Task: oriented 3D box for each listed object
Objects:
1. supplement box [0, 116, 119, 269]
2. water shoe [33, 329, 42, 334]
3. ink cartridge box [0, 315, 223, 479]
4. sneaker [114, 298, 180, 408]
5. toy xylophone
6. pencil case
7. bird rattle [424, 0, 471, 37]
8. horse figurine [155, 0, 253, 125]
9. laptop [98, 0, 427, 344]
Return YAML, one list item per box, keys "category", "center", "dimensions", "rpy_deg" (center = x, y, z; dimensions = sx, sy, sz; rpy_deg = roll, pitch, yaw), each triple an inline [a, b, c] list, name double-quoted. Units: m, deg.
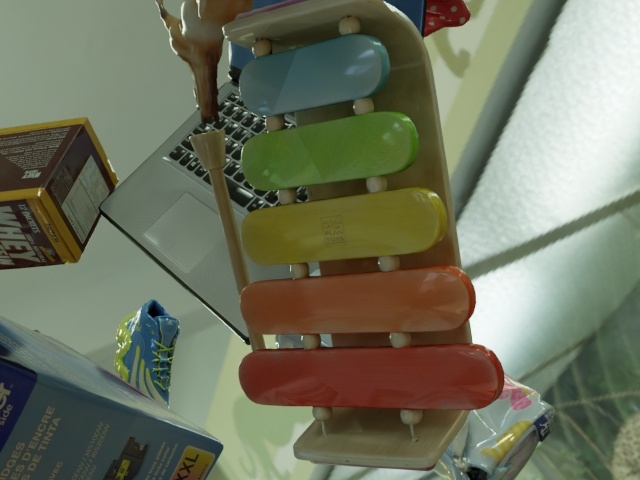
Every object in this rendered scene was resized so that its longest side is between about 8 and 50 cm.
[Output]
- category: "supplement box"
  center: [-0.442, -0.069, 1.360]
  dimensions: [0.191, 0.194, 0.129]
  rpy_deg: [-5, -49, 16]
- category: "water shoe"
  center: [-0.541, 0.200, 1.482]
  dimensions: [0.203, 0.080, 0.073]
  rpy_deg: [-15, -2, 3]
- category: "ink cartridge box"
  center: [-0.294, 0.133, 0.721]
  dimensions: [0.151, 0.270, 0.395]
  rpy_deg: [-62, -29, -9]
- category: "sneaker"
  center: [-0.284, 0.196, 1.492]
  dimensions: [0.091, 0.240, 0.126]
  rpy_deg: [12, -52, -34]
- category: "toy xylophone"
  center: [0.000, 0.000, 0.629]
  dimensions: [0.236, 0.323, 0.081]
  rpy_deg: [-15, 1, 36]
- category: "pencil case"
  center: [0.083, 0.133, 0.856]
  dimensions: [0.124, 0.273, 0.113]
  rpy_deg: [-25, -38, -43]
- category: "bird rattle"
  center: [0.140, -0.400, 1.157]
  dimensions: [0.207, 0.253, 0.143]
  rpy_deg: [-30, -5, 19]
- category: "horse figurine"
  center: [-0.117, -0.261, 0.949]
  dimensions: [0.066, 0.174, 0.263]
  rpy_deg: [-6, -23, -30]
- category: "laptop"
  center: [-0.092, -0.171, 1.035]
  dimensions: [0.408, 0.382, 0.236]
  rpy_deg: [-46, -46, -10]
